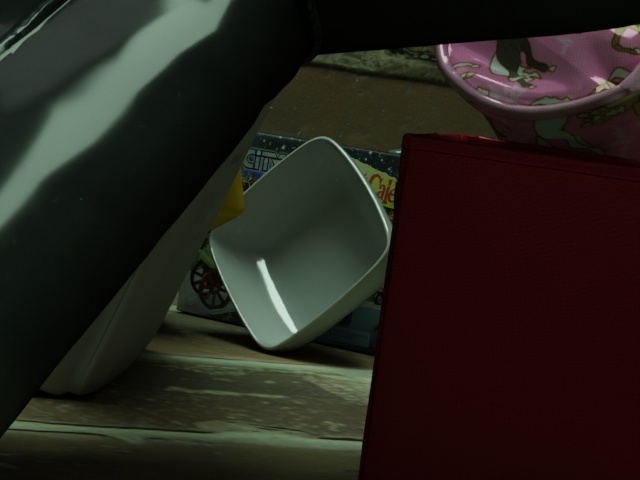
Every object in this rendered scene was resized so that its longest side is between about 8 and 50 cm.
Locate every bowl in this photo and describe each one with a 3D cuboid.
[{"bbox_3d":[-0.005,0.007,1.416,0.053,0.142,0.142,29,25,-50],"label":"bowl"}]

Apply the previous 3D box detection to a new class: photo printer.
[{"bbox_3d":[-0.108,-0.064,1.198,0.107,0.307,0.256,27,6,2],"label":"photo printer"}]

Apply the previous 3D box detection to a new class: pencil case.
[{"bbox_3d":[0.208,-0.033,1.229,0.167,0.160,0.386,-5,-37,23],"label":"pencil case"}]

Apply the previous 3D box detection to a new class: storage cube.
[{"bbox_3d":[0.136,0.049,0.992,0.215,0.193,0.183,8,5,13],"label":"storage cube"}]

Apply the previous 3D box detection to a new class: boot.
[{"bbox_3d":[-0.058,-0.058,0.844,0.367,0.146,0.445,8,42,42],"label":"boot"}]

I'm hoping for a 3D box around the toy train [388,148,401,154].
[{"bbox_3d":[0.086,-0.003,1.869,0.190,0.142,0.334,-10,16,-33],"label":"toy train"}]

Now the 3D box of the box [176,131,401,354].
[{"bbox_3d":[0.000,0.000,1.488,0.233,0.159,0.044,10,5,28],"label":"box"}]

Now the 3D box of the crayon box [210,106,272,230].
[{"bbox_3d":[-0.199,-0.038,1.442,0.202,0.081,0.318,5,-17,-31],"label":"crayon box"}]
